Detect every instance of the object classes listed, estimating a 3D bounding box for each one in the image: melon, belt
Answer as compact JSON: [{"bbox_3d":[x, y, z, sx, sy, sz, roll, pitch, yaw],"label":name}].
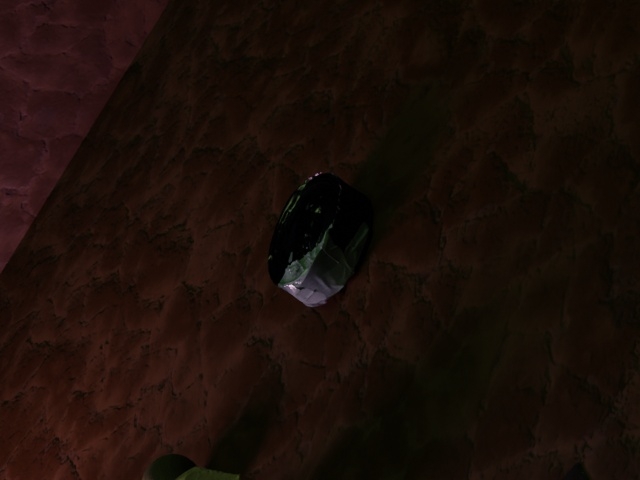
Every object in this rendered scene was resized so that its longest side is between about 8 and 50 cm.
[{"bbox_3d":[-0.210,0.360,2.269,0.098,0.098,0.130,-49,22,21],"label":"melon"},{"bbox_3d":[0.000,0.000,2.274,0.151,0.078,0.198,-18,47,47],"label":"belt"}]

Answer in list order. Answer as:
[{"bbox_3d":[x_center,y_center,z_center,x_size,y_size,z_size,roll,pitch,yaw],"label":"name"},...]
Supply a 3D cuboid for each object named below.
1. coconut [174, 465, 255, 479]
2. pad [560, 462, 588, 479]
[{"bbox_3d":[-0.125,0.384,2.027,0.194,0.194,0.194,-40,34,34],"label":"coconut"},{"bbox_3d":[0.226,0.333,1.659,0.193,0.004,0.116,-50,30,19],"label":"pad"}]
